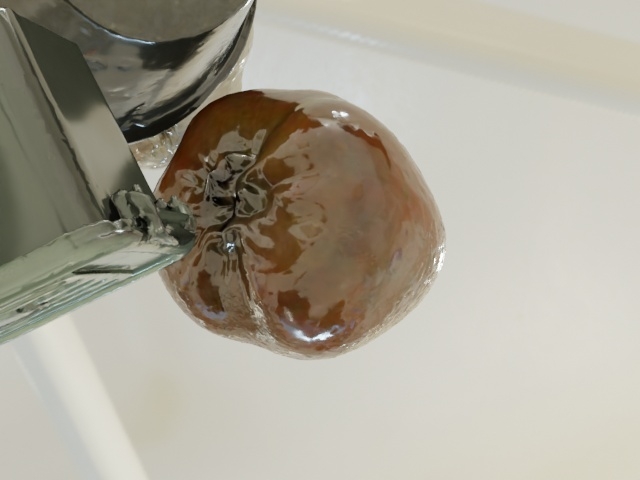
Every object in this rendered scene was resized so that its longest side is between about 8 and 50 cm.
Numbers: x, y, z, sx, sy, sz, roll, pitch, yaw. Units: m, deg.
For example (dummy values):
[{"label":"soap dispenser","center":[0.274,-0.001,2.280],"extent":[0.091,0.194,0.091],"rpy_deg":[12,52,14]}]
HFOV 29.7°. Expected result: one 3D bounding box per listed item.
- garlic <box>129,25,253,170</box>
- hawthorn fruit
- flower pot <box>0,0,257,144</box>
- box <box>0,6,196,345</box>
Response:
[{"label":"garlic","center":[-0.126,-0.168,1.073],"extent":[0.142,0.178,0.229],"rpy_deg":[-6,-49,-32]},{"label":"hawthorn fruit","center":[0.000,0.000,0.864],"extent":[0.199,0.200,0.251],"rpy_deg":[-27,-28,20]},{"label":"flower pot","center":[-0.137,-0.197,0.802],"extent":[0.268,0.166,0.269],"rpy_deg":[-1,-87,-25]},{"label":"box","center":[-0.201,-0.009,0.618],"extent":[0.243,0.163,0.135],"rpy_deg":[-26,-95,8]}]
